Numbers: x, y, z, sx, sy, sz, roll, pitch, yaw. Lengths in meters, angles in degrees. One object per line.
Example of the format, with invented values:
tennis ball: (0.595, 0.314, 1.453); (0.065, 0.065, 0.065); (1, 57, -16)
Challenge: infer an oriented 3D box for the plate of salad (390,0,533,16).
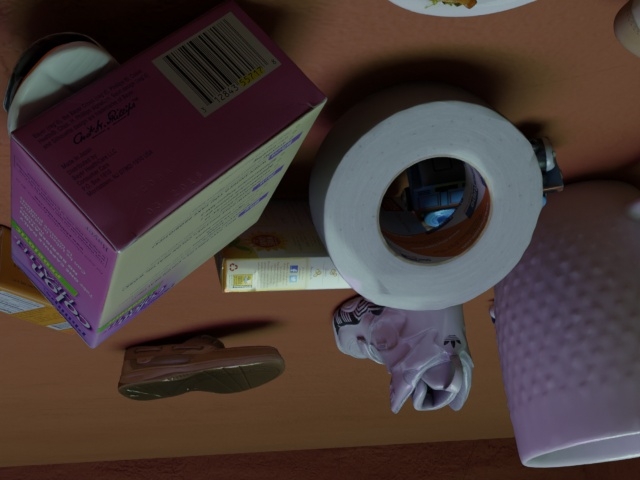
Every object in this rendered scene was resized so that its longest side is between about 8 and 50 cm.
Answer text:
plate of salad: (0.129, -0.214, 0.640); (0.200, 0.048, 0.200); (-6, 158, -2)

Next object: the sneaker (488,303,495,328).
sneaker: (0.346, 0.143, 1.625); (0.059, 0.053, 0.144); (-14, 149, 15)

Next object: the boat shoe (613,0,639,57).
boat shoe: (0.414, -0.172, 0.764); (0.341, 0.121, 0.110); (13, 158, -20)

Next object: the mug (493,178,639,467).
mug: (0.379, 0.084, 1.099); (0.276, 0.327, 0.374); (2, 157, -22)

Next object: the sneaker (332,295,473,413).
sneaker: (0.127, 0.184, 1.437); (0.138, 0.210, 0.366); (2, 157, -22)

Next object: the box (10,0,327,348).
box: (-0.138, -0.047, 0.747); (0.213, 0.117, 0.243); (-41, 174, -28)

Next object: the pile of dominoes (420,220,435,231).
pile of dominoes: (0.091, -0.003, 1.184); (0.251, 0.040, 0.196); (-9, 175, 13)

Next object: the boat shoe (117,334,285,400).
boat shoe: (-0.211, 0.211, 1.560); (0.303, 0.098, 0.109); (-10, 145, 13)

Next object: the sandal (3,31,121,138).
sandal: (-0.208, -0.117, 0.737); (0.102, 0.076, 0.265); (-43, 176, -1)

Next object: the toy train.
toy train: (0.180, -0.070, 0.989); (0.184, 0.080, 0.105); (-9, 153, 4)

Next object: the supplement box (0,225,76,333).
supplement box: (-0.362, 0.058, 1.140); (0.080, 0.078, 0.233); (-11, 158, 18)

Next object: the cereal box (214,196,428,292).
cereal box: (0.000, 0.000, 0.999); (0.240, 0.173, 0.047); (0, 114, -12)

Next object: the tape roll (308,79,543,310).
tape roll: (0.102, -0.041, 0.866); (0.219, 0.072, 0.219); (-5, 115, -10)
